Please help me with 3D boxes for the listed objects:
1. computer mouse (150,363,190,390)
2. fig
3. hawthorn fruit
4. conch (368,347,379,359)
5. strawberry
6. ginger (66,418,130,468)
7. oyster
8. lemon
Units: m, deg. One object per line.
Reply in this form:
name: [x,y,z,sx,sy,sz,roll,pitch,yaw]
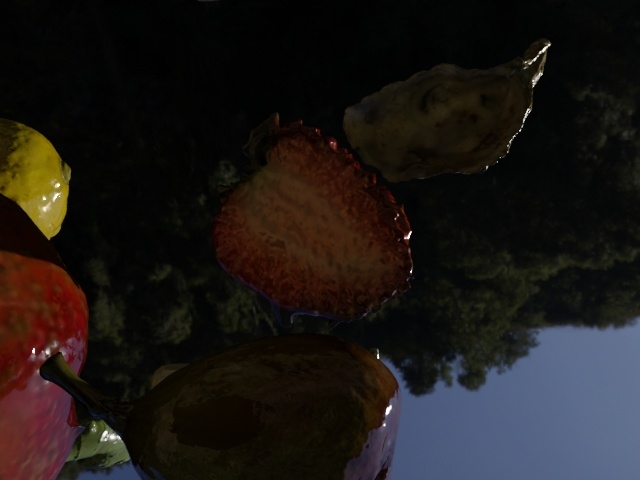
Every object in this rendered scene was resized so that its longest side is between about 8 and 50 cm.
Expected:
computer mouse: [-0.241,0.297,1.314,0.199,0.102,0.045,3,165,-23]
fig: [-0.075,0.137,0.476,0.274,0.170,0.145,14,-169,1]
hawthorn fruit: [-0.456,0.137,0.666,0.403,0.402,0.403,-7,-157,3]
conch: [0.069,0.272,1.121,0.065,0.180,0.088,16,-168,-8]
strawberry: [0.000,0.000,0.836,0.306,0.233,0.138,43,-164,28]
ginger: [-0.510,0.473,1.513,0.137,0.290,0.089,-29,-113,-2]
oyster: [0.246,-0.209,1.178,0.396,0.204,0.111,-18,175,9]
lemon: [-0.521,-0.071,0.987,0.288,0.233,0.233,-18,-155,-9]
